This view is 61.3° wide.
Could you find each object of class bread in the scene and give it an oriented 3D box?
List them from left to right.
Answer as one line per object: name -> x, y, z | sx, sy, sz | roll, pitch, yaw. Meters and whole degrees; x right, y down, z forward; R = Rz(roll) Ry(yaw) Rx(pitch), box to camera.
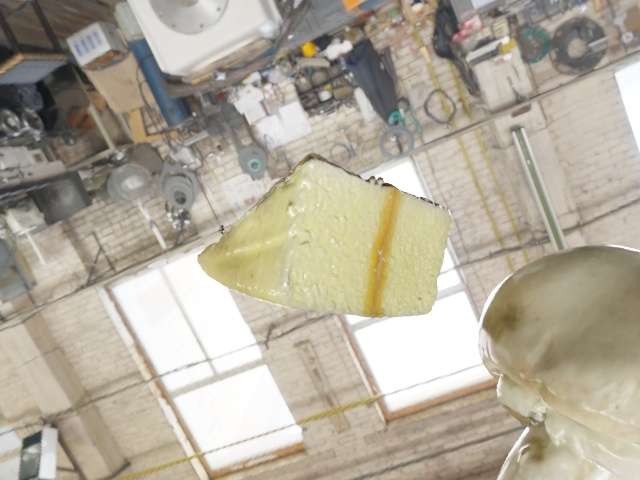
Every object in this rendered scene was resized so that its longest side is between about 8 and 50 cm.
bread -> 0.000, 0.000, 0.570 | 0.240, 0.135, 0.178 | 12, 179, -44

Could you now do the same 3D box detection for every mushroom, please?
mushroom -> 0.225, 0.134, 0.403 | 0.234, 0.254, 0.260 | -52, 171, -5
